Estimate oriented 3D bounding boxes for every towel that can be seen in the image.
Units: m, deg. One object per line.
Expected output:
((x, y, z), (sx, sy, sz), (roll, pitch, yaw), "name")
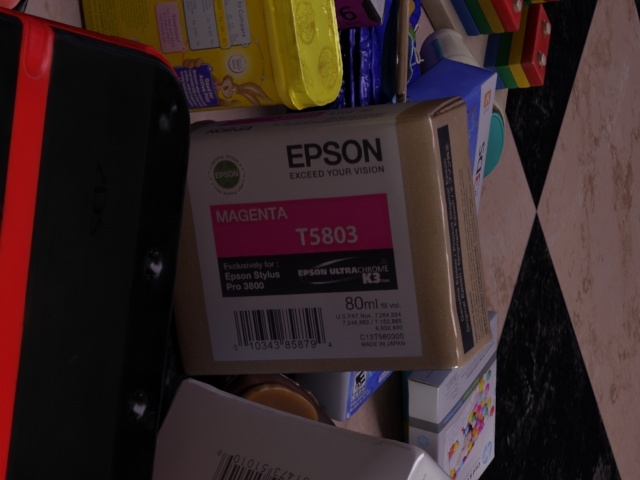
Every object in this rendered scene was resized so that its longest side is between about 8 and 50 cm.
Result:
((0.051, -0.187, 1.621), (0.227, 0.076, 0.308), (15, 74, -63), "towel")

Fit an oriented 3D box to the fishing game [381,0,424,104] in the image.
((0.075, -0.186, 1.417), (0.264, 0.041, 0.189), (-86, 179, -80), "fishing game")

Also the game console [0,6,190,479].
((-0.202, 0.053, 1.013), (0.342, 0.060, 0.386), (5, 91, -60), "game console")

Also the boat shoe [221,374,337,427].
((-0.033, 0.154, 1.415), (0.073, 0.073, 0.207), (57, 1, 36), "boat shoe")

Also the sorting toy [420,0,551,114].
((0.209, -0.315, 1.967), (0.257, 0.089, 0.255), (54, 40, -49), "sorting toy")

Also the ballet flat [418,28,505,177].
((0.145, -0.145, 1.805), (0.248, 0.086, 0.086), (69, 27, -65), "ballet flat")

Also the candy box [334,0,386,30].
((-0.060, -0.247, 1.285), (0.233, 0.159, 0.071), (52, 40, -50), "candy box")

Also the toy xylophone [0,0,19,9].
((-0.196, -0.291, 0.968), (0.323, 0.081, 0.236), (-55, 142, -5), "toy xylophone")

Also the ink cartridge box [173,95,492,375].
((0.000, 0.000, 1.294), (0.088, 0.234, 0.193), (-30, 114, -64), "ink cartridge box")

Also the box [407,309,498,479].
((0.134, 0.181, 1.723), (0.145, 0.038, 0.186), (-44, 141, -49), "box")

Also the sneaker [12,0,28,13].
((-0.201, -0.183, 1.080), (0.061, 0.065, 0.158), (24, 66, -61), "sneaker")

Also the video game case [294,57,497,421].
((0.070, -0.006, 1.536), (0.269, 0.061, 0.244), (-42, 143, -51), "video game case")

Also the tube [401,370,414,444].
((0.107, 0.143, 1.740), (0.080, 0.052, 0.207), (-13, 106, -57), "tube")

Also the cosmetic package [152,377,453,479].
((0.031, 0.269, 1.325), (0.156, 0.217, 0.385), (-66, 149, -16), "cosmetic package")

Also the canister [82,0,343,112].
((-0.080, -0.152, 1.217), (0.073, 0.170, 0.126), (-30, 114, -63), "canister")
